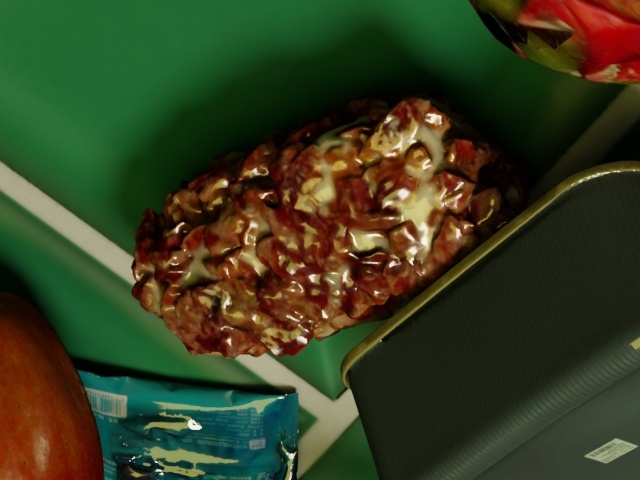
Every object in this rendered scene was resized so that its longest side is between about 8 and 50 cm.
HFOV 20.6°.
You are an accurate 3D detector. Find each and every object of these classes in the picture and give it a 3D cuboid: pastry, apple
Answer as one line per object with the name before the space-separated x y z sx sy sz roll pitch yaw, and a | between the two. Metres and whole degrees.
pastry | -0.001 -0.002 0.861 0.208 0.097 0.115 -20 102 24
apple | -0.188 0.105 0.928 0.147 0.156 0.158 0 93 -2

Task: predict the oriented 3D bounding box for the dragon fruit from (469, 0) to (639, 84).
dragon fruit | 0.135 -0.199 0.644 0.231 0.237 0.302 -13 105 -3

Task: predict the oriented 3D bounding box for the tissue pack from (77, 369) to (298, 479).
tissue pack | -0.080 0.115 0.982 0.138 0.028 0.085 5 119 7

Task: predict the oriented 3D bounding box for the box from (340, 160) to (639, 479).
box | 0.121 0.062 0.816 0.144 0.090 0.201 15 139 -39
